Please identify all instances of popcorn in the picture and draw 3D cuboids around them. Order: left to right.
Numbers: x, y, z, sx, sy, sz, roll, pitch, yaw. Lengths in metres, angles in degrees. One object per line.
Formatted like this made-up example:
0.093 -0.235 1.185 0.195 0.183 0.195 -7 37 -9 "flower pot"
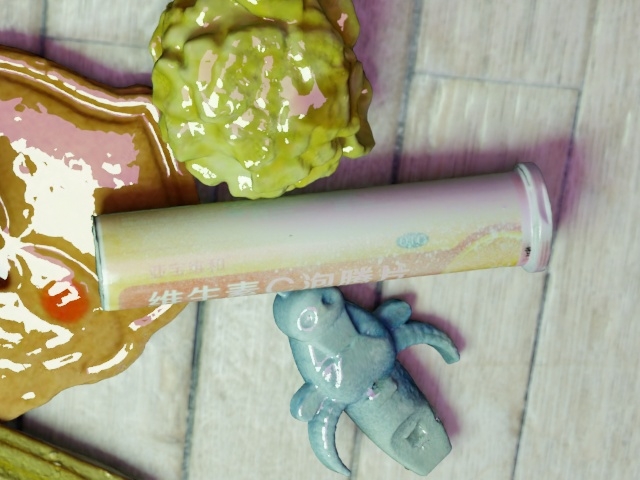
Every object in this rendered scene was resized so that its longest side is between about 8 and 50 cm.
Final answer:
-0.047 -0.153 1.509 0.216 0.181 0.235 0 115 -10 "popcorn"

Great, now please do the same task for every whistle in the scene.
0.040 0.131 1.660 0.180 0.093 0.269 -46 108 -13 "whistle"

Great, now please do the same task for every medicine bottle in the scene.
0.000 0.000 1.575 0.425 0.108 0.108 -6 110 -8 "medicine bottle"

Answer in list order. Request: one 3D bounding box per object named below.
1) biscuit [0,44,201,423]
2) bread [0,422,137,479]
-0.320 0.011 1.618 0.455 0.078 0.350 -38 111 10 "biscuit"
-0.307 0.287 1.677 0.234 0.111 0.184 27 119 -22 "bread"
